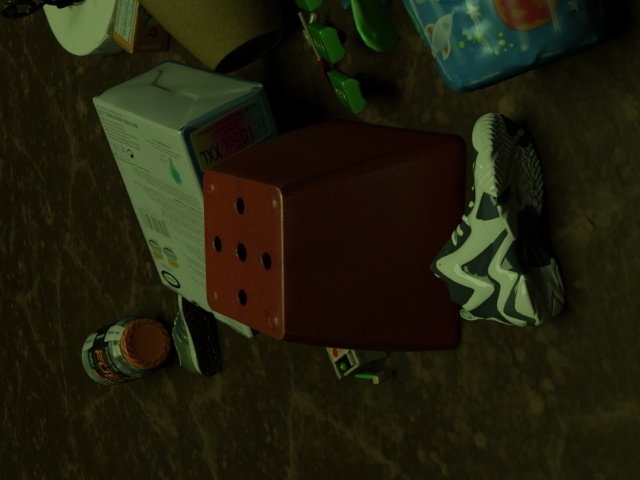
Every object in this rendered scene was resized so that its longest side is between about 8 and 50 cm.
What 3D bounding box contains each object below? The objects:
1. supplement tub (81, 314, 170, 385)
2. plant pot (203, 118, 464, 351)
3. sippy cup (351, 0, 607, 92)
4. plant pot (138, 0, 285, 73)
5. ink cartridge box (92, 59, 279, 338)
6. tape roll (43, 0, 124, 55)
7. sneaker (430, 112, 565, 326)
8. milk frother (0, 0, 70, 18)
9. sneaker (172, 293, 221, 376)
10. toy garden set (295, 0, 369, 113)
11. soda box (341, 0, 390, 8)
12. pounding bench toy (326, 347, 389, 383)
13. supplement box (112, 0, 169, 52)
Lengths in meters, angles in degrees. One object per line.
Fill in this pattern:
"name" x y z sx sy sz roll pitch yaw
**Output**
"supplement tub" -0.360 0.204 1.973 0.190 0.117 0.117 -24 78 55
"plant pot" 0.000 0.000 1.315 0.267 0.235 0.267 16 111 52
"sippy cup" 0.171 -0.273 1.043 0.305 0.240 0.224 180 71 -79
"plant pot" -0.163 -0.373 1.499 0.237 0.237 0.254 -34 83 52
"ink cartridge box" -0.152 -0.038 1.530 0.270 0.151 0.396 25 137 50
"tape roll" -0.421 -0.532 1.938 0.392 0.072 0.392 17 111 52
"sneaker" 0.174 -0.015 1.186 0.153 0.094 0.235 -13 97 47
"milk frother" -0.520 -0.479 1.902 0.135 0.143 0.129 60 147 24
"sneaker" -0.227 0.139 1.814 0.086 0.064 0.192 -3 98 50
"toy garden set" -0.001 -0.296 1.354 0.204 0.049 0.244 -121 6 -72
"soda box" 0.088 -0.370 1.256 0.210 0.067 0.071 -49 58 47
"pounding bench toy" 0.053 0.165 1.435 0.065 0.052 0.083 -46 61 49
"supplement box" -0.285 -0.431 1.762 0.080 0.078 0.233 43 131 37
